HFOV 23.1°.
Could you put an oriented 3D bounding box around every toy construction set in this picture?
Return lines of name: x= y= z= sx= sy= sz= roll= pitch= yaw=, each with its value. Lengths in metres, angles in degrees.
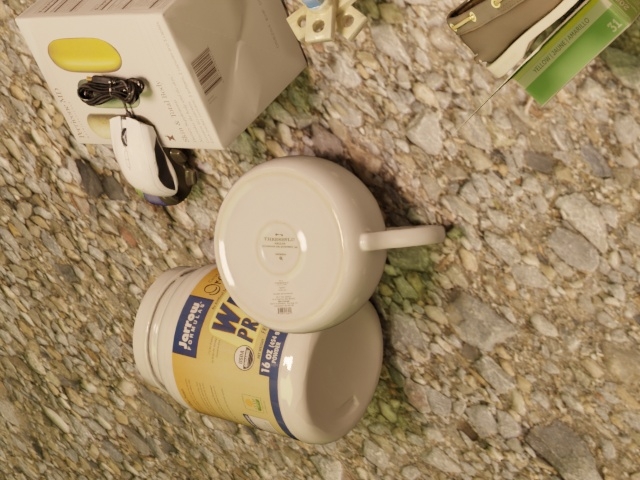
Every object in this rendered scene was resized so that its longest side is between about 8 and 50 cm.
toy construction set: x=-0.052 y=-0.361 z=1.749 sx=0.215 sy=0.151 sz=0.328 roll=22 pitch=163 yaw=30

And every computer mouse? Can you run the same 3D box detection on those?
computer mouse: x=-0.234 y=-0.121 z=1.947 sx=0.106 sy=0.042 sz=0.193 roll=7 pitch=134 yaw=36

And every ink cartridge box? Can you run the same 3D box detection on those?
ink cartridge box: x=0.253 y=-0.196 z=1.607 sx=0.056 sy=0.235 sz=0.171 roll=43 pitch=143 yaw=-1

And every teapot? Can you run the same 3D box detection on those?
teapot: x=0.000 y=0.000 z=2.082 sx=0.256 sy=0.187 sz=0.252 roll=47 pitch=118 yaw=21

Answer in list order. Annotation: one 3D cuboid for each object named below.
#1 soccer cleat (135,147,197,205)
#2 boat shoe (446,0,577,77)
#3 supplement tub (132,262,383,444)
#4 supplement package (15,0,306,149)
soccer cleat: x=-0.277 y=-0.171 z=2.225 sx=0.121 sy=0.093 sz=0.289 roll=8 pitch=132 yaw=45
boat shoe: x=0.231 y=-0.281 z=1.649 sx=0.091 sy=0.109 sz=0.305 roll=38 pitch=147 yaw=-3
supplement tub: x=-0.093 y=0.156 z=2.271 sx=0.316 sy=0.228 sz=0.228 roll=10 pitch=133 yaw=34
supplement package: x=-0.200 y=-0.251 z=1.985 sx=0.262 sy=0.198 sz=0.199 roll=5 pitch=131 yaw=39
